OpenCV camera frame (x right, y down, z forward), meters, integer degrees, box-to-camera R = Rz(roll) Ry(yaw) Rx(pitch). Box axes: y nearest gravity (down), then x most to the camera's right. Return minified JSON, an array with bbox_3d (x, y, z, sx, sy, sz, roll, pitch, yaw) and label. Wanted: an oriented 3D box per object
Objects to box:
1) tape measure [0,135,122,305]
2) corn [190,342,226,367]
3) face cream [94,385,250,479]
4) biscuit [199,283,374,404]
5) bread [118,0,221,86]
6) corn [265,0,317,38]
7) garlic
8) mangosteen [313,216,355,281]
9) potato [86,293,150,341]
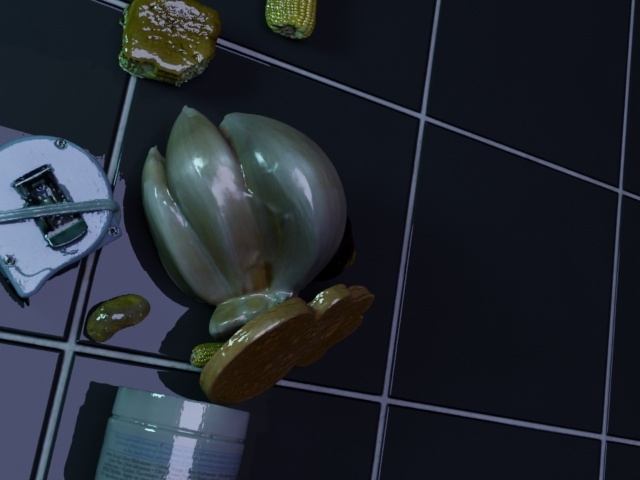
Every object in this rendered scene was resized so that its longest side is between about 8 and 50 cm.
[{"bbox_3d":[-0.357,-0.042,0.910,0.182,0.107,0.181,-40,108,-23],"label":"tape measure"},{"bbox_3d":[-0.142,0.166,1.027,0.092,0.037,0.037,6,80,-25],"label":"corn"},{"bbox_3d":[-0.190,0.277,0.906,0.177,0.177,0.152,19,74,-23],"label":"face cream"},{"bbox_3d":[-0.044,0.139,1.005,0.289,0.202,0.044,-26,61,-33],"label":"biscuit"},{"bbox_3d":[-0.221,-0.291,1.035,0.140,0.069,0.127,11,79,-24],"label":"bread"},{"bbox_3d":[-0.041,-0.409,1.146,0.085,0.063,0.165,10,77,-1],"label":"corn"},{"bbox_3d":[-0.104,-0.038,0.971,0.279,0.132,0.324,-13,99,3],"label":"garlic"},{"bbox_3d":[0.000,0.000,1.086,0.140,0.140,0.140,4,81,-26],"label":"mangosteen"},{"bbox_3d":[-0.276,0.102,0.963,0.092,0.045,0.046,-29,132,-25],"label":"potato"}]
